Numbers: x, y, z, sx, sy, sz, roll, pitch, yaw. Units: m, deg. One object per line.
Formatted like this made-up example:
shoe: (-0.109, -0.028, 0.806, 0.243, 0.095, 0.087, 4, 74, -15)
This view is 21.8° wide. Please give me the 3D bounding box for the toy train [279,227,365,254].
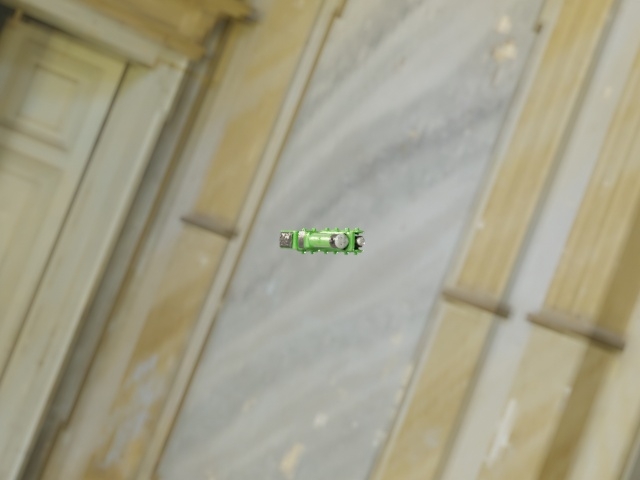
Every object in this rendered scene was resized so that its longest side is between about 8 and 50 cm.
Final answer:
toy train: (0.000, 0.000, 1.066, 0.024, 0.017, 0.083, 4, -2, -30)
